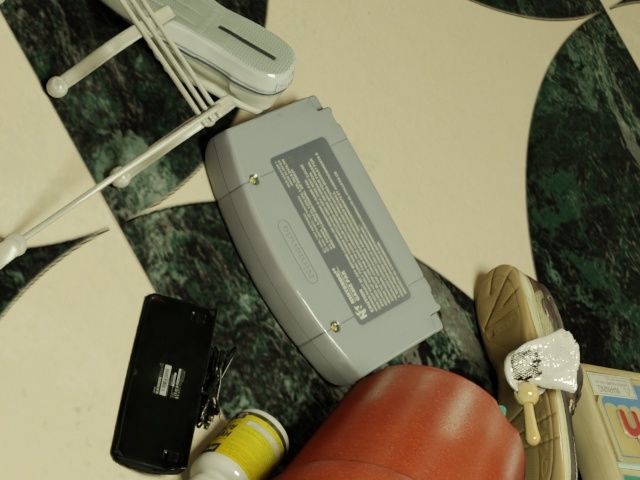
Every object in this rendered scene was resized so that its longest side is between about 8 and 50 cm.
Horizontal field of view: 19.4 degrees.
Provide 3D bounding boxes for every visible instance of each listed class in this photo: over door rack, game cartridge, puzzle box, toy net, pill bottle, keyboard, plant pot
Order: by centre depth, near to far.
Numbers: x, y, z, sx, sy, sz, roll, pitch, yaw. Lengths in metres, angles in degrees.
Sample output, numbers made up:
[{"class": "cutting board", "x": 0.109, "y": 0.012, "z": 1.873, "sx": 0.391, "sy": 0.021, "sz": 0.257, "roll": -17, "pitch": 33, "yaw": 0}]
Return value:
[{"class": "plant pot", "x": 0.065, "y": 0.269, "z": 1.768, "sx": 0.272, "sy": 0.272, "sz": 0.265, "roll": 50, "pitch": 34, "yaw": -10}, {"class": "pill bottle", "x": -0.084, "y": 0.217, "z": 1.779, "sx": 0.065, "sy": 0.065, "sz": 0.116, "roll": 52, "pitch": 42, "yaw": -8}, {"class": "over door rack", "x": -0.269, "y": -0.142, "z": 1.792, "sx": 0.324, "sy": 0.108, "sz": 0.239, "roll": -37, "pitch": 95, "yaw": -34}, {"class": "keyboard", "x": -0.141, "y": 0.146, "z": 1.801, "sx": 0.100, "sy": 0.038, "sz": 0.192, "roll": 17, "pitch": 55, "yaw": -9}, {"class": "game cartridge", "x": 0.000, "y": 0.000, "z": 1.994, "sx": 0.198, "sy": 0.062, "sz": 0.297, "roll": -26, "pitch": 87, "yaw": -44}, {"class": "toy net", "x": 0.187, "y": 0.184, "z": 2.010, "sx": 0.122, "sy": 0.045, "sz": 0.232, "roll": 35, "pitch": 73, "yaw": 11}, {"class": "puzzle box", "x": 0.465, "y": 0.296, "z": 2.238, "sx": 0.409, "sy": 0.052, "sz": 0.272, "roll": 11, "pitch": 51, "yaw": -40}]

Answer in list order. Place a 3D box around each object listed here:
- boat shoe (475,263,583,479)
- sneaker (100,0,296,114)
[{"class": "boat shoe", "x": 0.251, "y": 0.162, "z": 2.108, "sx": 0.092, "sy": 0.103, "sz": 0.285, "roll": 9, "pitch": 56, "yaw": -35}, {"class": "sneaker", "x": -0.149, "y": -0.215, "z": 1.951, "sx": 0.258, "sy": 0.091, "sz": 0.094, "roll": 36, "pitch": 48, "yaw": 5}]
